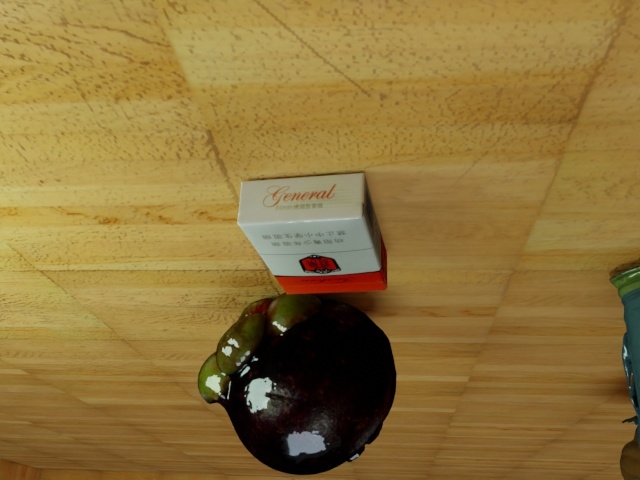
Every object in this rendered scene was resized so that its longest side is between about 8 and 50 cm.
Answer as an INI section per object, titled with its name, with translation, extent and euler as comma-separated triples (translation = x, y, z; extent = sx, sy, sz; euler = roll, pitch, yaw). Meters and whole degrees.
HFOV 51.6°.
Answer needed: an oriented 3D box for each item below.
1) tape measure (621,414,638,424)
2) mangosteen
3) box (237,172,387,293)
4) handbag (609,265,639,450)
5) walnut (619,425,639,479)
[tape measure]
translation = 0.520, 0.149, 0.770
extent = 0.330, 0.084, 0.164
euler = -11, 150, 18
[mangosteen]
translation = -0.017, 0.151, 0.729
extent = 0.210, 0.210, 0.210
euler = 2, 154, 1
[box]
translation = 0.000, 0.000, 0.568
extent = 0.100, 0.048, 0.152
euler = -1, 156, 12
[handbag]
translation = 0.415, 0.147, 0.607
extent = 0.263, 0.241, 0.222
euler = 23, 148, -37
[walnut]
translation = 0.605, 0.363, 0.961
extent = 0.333, 0.333, 0.333
euler = 2, 154, 1
